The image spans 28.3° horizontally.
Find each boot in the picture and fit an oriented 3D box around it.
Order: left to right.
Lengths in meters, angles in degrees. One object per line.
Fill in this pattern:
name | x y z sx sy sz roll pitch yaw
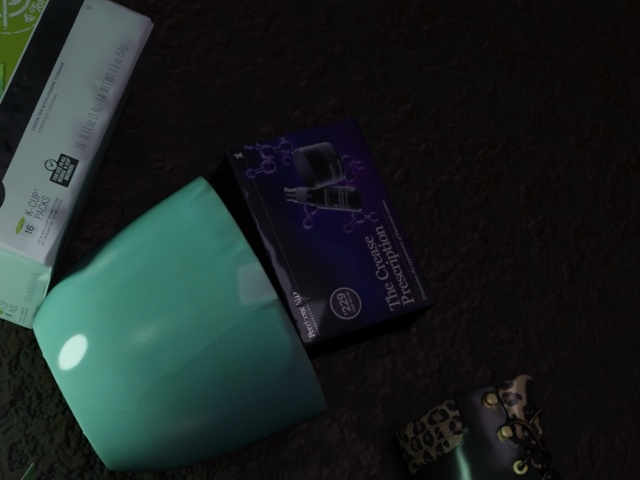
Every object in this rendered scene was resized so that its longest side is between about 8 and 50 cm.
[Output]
boot | 0.264 0.285 1.416 0.138 0.377 0.284 12 53 -53

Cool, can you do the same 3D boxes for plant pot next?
plant pot | -0.166 0.112 1.365 0.235 0.293 0.293 -27 79 -9

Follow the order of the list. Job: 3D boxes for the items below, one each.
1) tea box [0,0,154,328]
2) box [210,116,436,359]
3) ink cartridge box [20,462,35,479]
tea box | -0.402 -0.130 1.412 0.324 0.220 0.329 21 64 -8
box | 0.000 0.000 1.558 0.184 0.103 0.261 -18 75 -20
ink cartridge box | -0.338 0.353 1.266 0.056 0.171 0.235 34 62 6
